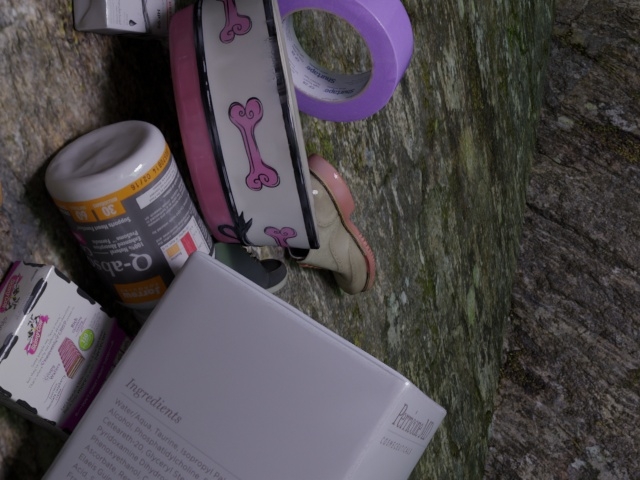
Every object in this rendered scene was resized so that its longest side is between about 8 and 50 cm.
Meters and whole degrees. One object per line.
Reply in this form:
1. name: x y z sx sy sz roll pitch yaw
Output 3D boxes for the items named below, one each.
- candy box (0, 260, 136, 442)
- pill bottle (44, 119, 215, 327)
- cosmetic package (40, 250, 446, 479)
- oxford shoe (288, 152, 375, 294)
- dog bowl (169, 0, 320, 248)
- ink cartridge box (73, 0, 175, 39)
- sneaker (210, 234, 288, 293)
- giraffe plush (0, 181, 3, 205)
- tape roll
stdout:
1. candy box: -0.331 0.154 1.031 0.233 0.071 0.159 57 47 -48
2. pill bottle: -0.238 -0.008 1.093 0.162 0.162 0.278 -58 140 -41
3. cosmetic package: -0.091 0.288 1.049 0.393 0.327 0.329 -58 157 -7
4. oxford shoe: 0.000 0.000 1.603 0.146 0.140 0.397 -40 140 -13
5. dog bowl: -0.107 -0.175 1.181 0.408 0.150 0.408 -10 90 -88
6. ink cartridge box: -0.259 -0.339 1.128 0.180 0.060 0.104 -16 107 -60
7. sneaker: -0.129 0.036 1.376 0.222 0.083 0.118 -23 112 -57
8. giraffe plush: -0.406 -0.054 0.823 0.210 0.181 0.170 58 18 7
9. tape roll: 0.018 -0.343 1.409 0.090 0.275 0.275 -62 142 -38
